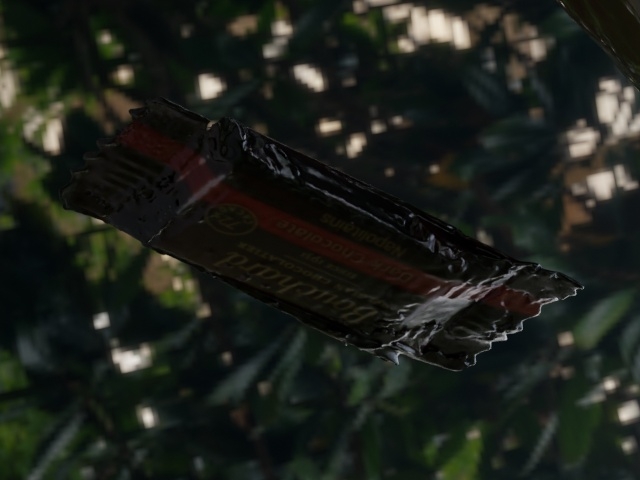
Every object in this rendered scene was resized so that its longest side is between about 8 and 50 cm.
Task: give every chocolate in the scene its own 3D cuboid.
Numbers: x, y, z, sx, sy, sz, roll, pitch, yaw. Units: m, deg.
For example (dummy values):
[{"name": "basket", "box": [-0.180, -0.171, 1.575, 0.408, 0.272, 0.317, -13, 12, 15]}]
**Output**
[{"name": "chocolate", "box": [0.000, 0.000, 0.650, 0.086, 0.182, 0.028, -42, -149, 48]}]

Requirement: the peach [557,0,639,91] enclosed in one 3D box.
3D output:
[{"name": "peach", "box": [0.199, -0.153, 0.707, 0.292, 0.247, 0.292, 32, -35, 26]}]
